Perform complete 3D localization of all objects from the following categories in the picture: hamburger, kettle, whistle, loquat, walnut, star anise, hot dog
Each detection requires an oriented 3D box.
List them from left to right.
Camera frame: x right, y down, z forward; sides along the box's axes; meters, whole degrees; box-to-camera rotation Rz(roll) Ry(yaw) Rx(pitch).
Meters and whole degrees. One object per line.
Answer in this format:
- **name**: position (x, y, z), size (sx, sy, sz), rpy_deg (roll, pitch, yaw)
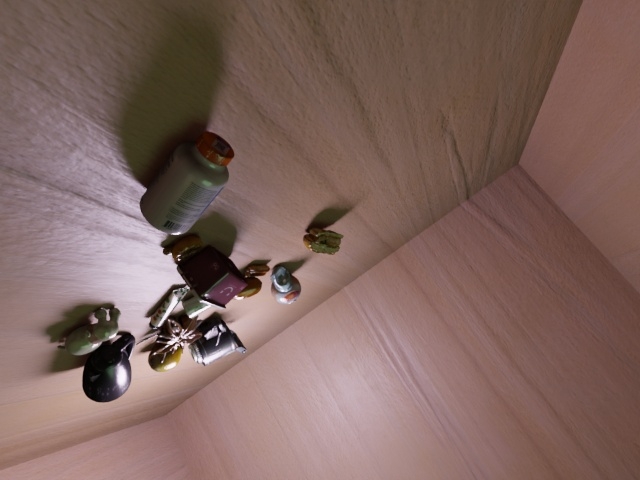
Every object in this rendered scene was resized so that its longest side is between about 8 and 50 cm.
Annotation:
- **kettle**: position (-0.958, 0.561, 1.920), size (0.268, 0.207, 0.290), rpy_deg (-56, 174, -49)
- **loquat**: position (-0.849, 0.637, 2.295), size (0.195, 0.152, 0.152), rpy_deg (-16, 155, -50)
- **star anise**: position (-0.742, 0.482, 2.140), size (0.292, 0.109, 0.349), rpy_deg (-18, 140, -25)
- **hot dog**: position (-0.498, 0.028, 1.520), size (0.140, 0.060, 0.090), rpy_deg (-35, 159, -19)
- **walnut**: position (-0.398, 0.246, 2.128), size (0.207, 0.116, 0.116), rpy_deg (-16, 157, -18)
- **hot dog**: position (-0.323, 0.156, 2.135), size (0.071, 0.045, 0.165), rpy_deg (-39, 161, 22)
- **whistle**: position (-0.208, 0.261, 2.421), size (0.189, 0.189, 0.348), rpy_deg (-30, 150, -10)
- **hamburger**: position (0.000, 0.000, 2.156), size (0.262, 0.131, 0.124), rpy_deg (11, 99, -57)

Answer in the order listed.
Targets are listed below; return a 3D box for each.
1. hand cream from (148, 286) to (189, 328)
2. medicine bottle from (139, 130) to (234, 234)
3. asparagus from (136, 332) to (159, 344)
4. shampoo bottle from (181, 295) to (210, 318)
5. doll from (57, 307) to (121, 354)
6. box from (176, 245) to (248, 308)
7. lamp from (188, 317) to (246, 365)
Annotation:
- **hand cream**: position (-0.690, 0.301, 1.884), size (0.276, 0.059, 0.095), rpy_deg (-47, 160, 23)
- **medicine bottle**: position (-0.354, -0.158, 1.132), size (0.289, 0.157, 0.157), rpy_deg (-43, 159, 26)
- **asparagus**: position (-0.861, 0.493, 2.134), size (0.166, 0.013, 0.016), rpy_deg (-24, 118, -28)
- **shampoo bottle**: position (-0.541, 0.281, 2.018), size (0.234, 0.087, 0.118), rpy_deg (-29, 158, -13)
- **doll**: position (-0.896, 0.375, 1.627), size (0.275, 0.113, 0.155), rpy_deg (-37, 164, 8)
- **box**: position (-0.437, 0.153, 1.738), size (0.167, 0.193, 0.294), rpy_deg (-41, 161, -4)
- **lamp**: position (-0.645, 0.619, 2.494), size (0.272, 0.205, 0.374), rpy_deg (-35, 145, -12)
